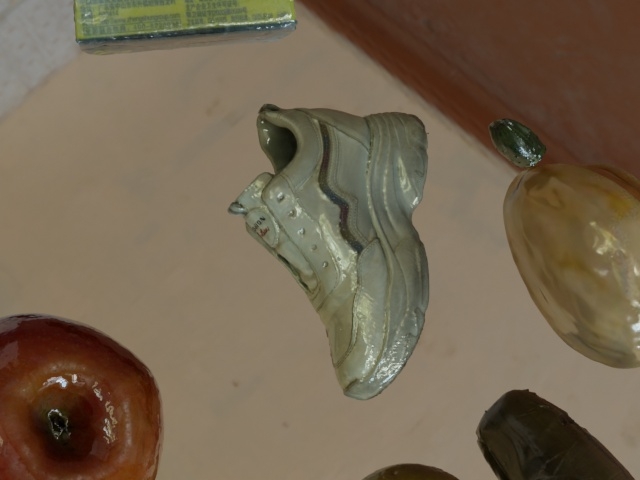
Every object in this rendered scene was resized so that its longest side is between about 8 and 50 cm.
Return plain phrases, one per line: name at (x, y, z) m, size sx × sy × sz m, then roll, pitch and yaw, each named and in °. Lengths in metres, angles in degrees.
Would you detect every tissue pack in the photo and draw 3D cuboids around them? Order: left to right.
tissue pack at (-0.167, -0.277, 1.347) m, size 0.185 × 0.257 × 0.081 m, roll -144°, pitch 48°, yaw -79°

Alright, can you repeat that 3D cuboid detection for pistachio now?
pistachio at (0.381, 0.025, 1.511) m, size 0.309 × 0.230 × 0.230 m, roll 57°, pitch 172°, yaw 23°

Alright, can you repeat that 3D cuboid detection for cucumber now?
cucumber at (0.296, -0.147, 1.703) m, size 0.067 × 0.035 × 0.107 m, roll -14°, pitch 146°, yaw 37°

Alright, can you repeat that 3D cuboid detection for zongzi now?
zongzi at (0.335, 0.355, 1.609) m, size 0.356 × 0.174 × 0.393 m, roll 51°, pitch -168°, yaw 30°

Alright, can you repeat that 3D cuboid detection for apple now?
apple at (-0.248, 0.173, 0.973) m, size 0.218 × 0.218 × 0.201 m, roll 46°, pitch 149°, yaw -4°

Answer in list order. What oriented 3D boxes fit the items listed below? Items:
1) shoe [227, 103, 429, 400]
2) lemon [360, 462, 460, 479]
shoe at (0.000, 0.000, 1.185) m, size 0.210 × 0.342 × 0.132 m, roll 11°, pitch 153°, yaw -16°
lemon at (0.144, 0.488, 1.802) m, size 0.267 × 0.267 × 0.267 m, roll 43°, pitch 167°, yaw 12°
